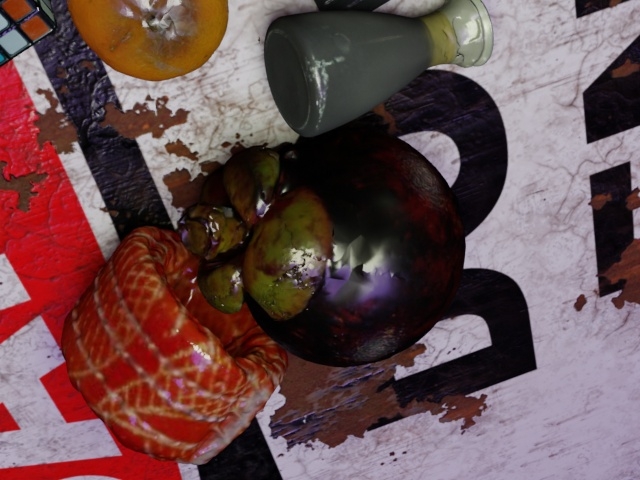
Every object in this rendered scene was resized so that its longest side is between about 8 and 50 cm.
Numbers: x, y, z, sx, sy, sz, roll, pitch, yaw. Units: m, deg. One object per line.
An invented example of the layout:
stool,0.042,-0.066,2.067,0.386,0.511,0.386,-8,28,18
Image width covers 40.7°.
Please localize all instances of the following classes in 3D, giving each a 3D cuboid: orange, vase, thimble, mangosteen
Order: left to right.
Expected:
orange,-0.232,-0.323,1.167,0.224,0.170,0.224,-8,122,-13
thimble,-0.228,0.166,1.379,0.350,0.350,0.230,35,108,-31
mangosteen,0.007,0.013,1.332,0.422,0.381,0.380,-3,123,-2
vase,0.092,-0.274,1.276,0.321,0.173,0.173,-19,126,-21

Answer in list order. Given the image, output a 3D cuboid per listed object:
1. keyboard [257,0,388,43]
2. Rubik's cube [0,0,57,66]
keyboard,0.071,-0.388,1.299,0.381,0.041,0.103,-33,124,-2
Rubik's cube,-0.465,-0.320,1.076,0.187,0.182,0.184,-33,137,8
